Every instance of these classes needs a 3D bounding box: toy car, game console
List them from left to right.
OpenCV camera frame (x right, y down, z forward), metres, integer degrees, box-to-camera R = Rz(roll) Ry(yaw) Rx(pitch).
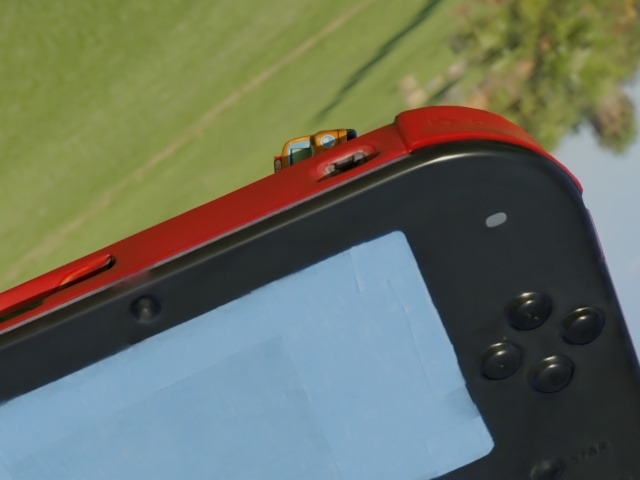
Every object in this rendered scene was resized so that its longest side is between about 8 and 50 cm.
[{"bbox_3d":[-0.026,0.134,0.904,0.386,0.342,0.060,-23,-148,2],"label":"game console"},{"bbox_3d":[0.000,0.000,0.903,0.040,0.122,0.060,-3,-158,0],"label":"toy car"}]
